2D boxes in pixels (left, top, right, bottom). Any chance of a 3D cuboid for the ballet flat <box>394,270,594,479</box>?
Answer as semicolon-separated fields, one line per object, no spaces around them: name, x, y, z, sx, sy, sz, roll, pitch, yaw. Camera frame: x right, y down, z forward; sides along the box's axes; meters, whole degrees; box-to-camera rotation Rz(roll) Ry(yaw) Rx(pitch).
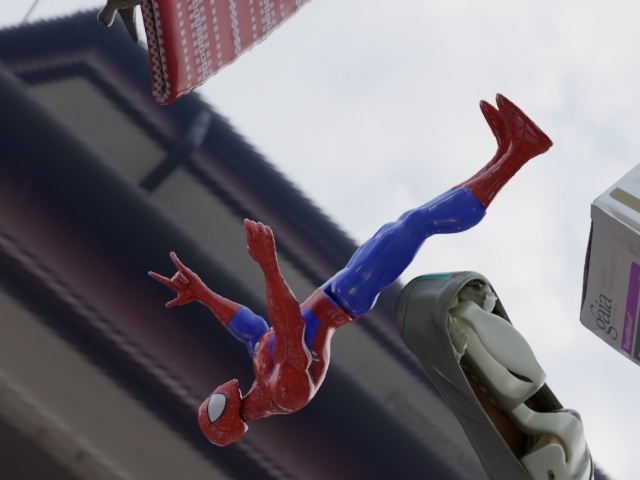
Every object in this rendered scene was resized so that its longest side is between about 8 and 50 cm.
ballet flat;0.124;0.108;1.075;0.068;0.072;0.213;-18;-67;51

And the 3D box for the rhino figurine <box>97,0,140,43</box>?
rhino figurine;-0.165;-0.260;1.353;0.073;0.106;0.243;-15;-53;-13

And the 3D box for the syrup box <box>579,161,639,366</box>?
syrup box;0.247;-0.026;0.918;0.096;0.237;0.093;32;-36;31

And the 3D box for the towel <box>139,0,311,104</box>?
towel;-0.019;-0.220;0.941;0.031;0.275;0.199;17;-49;30

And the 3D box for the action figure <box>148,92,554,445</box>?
action figure;0.000;0.000;1.087;0.139;0.091;0.280;41;-93;-2
